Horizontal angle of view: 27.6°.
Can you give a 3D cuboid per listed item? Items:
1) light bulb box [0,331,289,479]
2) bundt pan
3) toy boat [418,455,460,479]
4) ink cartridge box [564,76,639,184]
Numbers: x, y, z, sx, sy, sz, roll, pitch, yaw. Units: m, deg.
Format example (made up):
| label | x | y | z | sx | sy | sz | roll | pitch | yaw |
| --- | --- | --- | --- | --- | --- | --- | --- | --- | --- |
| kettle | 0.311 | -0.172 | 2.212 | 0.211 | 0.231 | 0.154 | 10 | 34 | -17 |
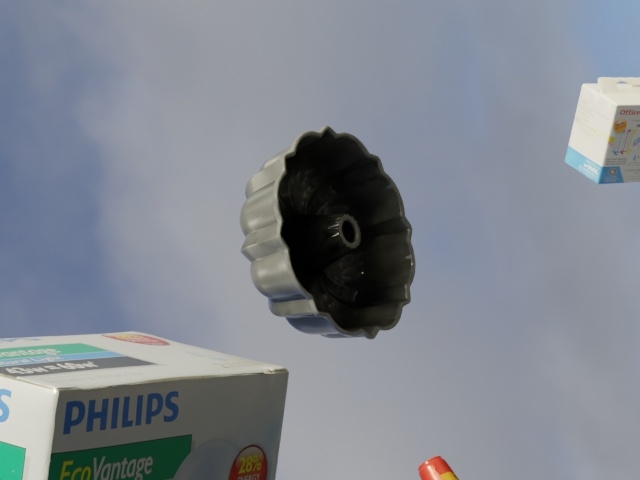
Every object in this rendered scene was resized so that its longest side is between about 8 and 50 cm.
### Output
| label | x | y | z | sx | sy | sz | roll | pitch | yaw |
| --- | --- | --- | --- | --- | --- | --- | --- | --- | --- |
| light bulb box | -0.234 | 0.286 | 1.271 | 0.358 | 0.225 | 0.361 | 3 | -85 | -57 |
| bundt pan | 0.000 | 0.000 | 1.989 | 0.331 | 0.124 | 0.330 | 22 | -120 | -44 |
| toy boat | 0.091 | 0.445 | 1.952 | 0.148 | 0.318 | 0.267 | 60 | 161 | 25 |
| ink cartridge box | 0.434 | -0.166 | 1.916 | 0.090 | 0.092 | 0.143 | -132 | 44 | -54 |
